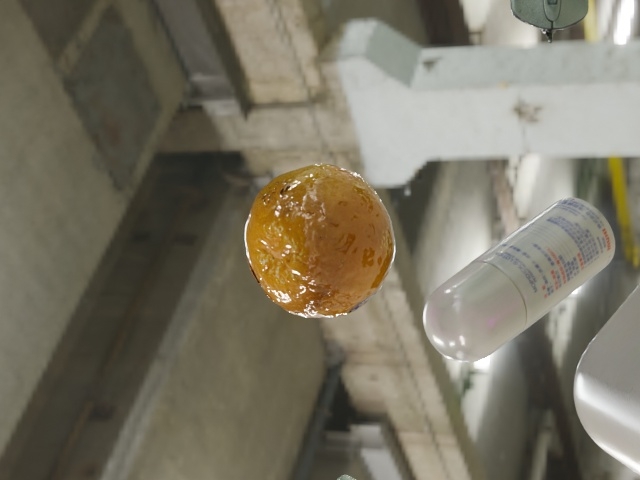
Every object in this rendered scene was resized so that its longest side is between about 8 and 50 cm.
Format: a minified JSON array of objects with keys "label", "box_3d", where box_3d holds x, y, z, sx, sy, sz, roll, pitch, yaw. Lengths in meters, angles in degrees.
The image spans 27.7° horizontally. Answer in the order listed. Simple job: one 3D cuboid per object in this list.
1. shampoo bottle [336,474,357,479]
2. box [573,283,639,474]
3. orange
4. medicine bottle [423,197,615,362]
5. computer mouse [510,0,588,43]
[{"label":"shampoo bottle","box_3d":[0.160,0.553,2.316,0.134,0.359,0.078,-48,-29,-34]},{"label":"box","box_3d":[0.366,0.092,1.094,0.141,0.289,0.349,43,177,-10]},{"label":"orange","box_3d":[0.000,0.000,1.818,0.193,0.219,0.219,-46,-46,-37]},{"label":"medicine bottle","box_3d":[0.291,0.064,1.940,0.341,0.130,0.130,-33,-57,-34]},{"label":"computer mouse","box_3d":[0.317,-0.387,1.828,0.068,0.113,0.229,93,175,-64]}]
